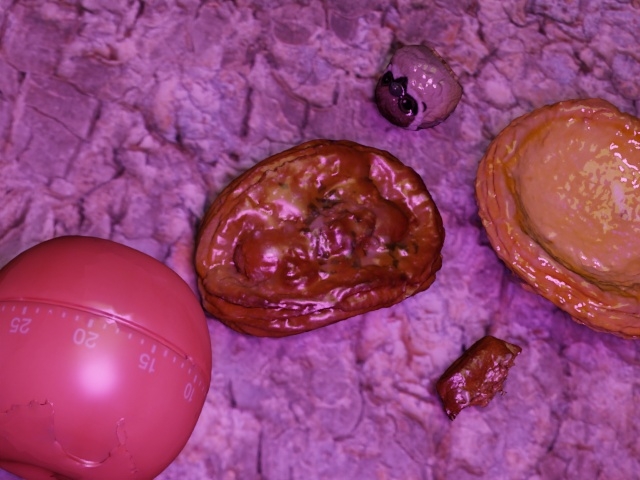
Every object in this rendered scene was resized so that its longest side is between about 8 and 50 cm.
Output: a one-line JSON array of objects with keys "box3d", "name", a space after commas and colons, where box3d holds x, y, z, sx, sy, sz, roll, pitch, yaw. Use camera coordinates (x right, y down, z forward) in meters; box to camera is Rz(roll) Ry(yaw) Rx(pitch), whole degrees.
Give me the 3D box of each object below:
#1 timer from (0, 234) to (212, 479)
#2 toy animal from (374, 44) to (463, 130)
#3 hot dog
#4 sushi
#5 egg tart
[{"box3d": [-0.214, 0.117, 1.487, 0.230, 0.229, 0.215, 25, 65, -6], "name": "timer"}, {"box3d": [0.112, -0.165, 1.871, 0.098, 0.137, 0.098, -3, 79, 17], "name": "toy animal"}, {"box3d": [0.000, 0.000, 1.701, 0.272, 0.122, 0.196, -16, 70, -29], "name": "hot dog"}, {"box3d": [0.167, 0.143, 1.726, 0.118, 0.061, 0.060, -42, 91, -14], "name": "sushi"}, {"box3d": [0.299, -0.015, 1.826, 0.294, 0.123, 0.294, 7, 63, -14], "name": "egg tart"}]
